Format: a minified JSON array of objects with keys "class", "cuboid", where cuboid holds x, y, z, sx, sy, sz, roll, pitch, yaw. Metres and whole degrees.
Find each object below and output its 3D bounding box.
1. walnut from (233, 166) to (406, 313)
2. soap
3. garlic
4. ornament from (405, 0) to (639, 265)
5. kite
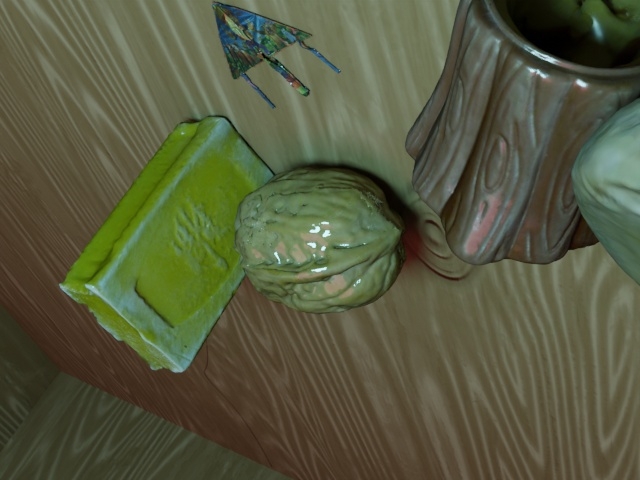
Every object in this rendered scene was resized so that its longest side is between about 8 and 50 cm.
[{"class":"walnut","cuboid":[0.000,0.000,1.264,0.245,0.198,0.198,-5,136,36]},{"class":"soap","cuboid":[-0.182,0.001,1.319,0.091,0.315,0.199,0,138,46]},{"class":"garlic","cuboid":[0.270,-0.027,0.665,0.338,0.151,0.196,36,-163,-49]},{"class":"ornament","cuboid":[0.194,-0.118,0.821,0.221,0.235,0.218,21,146,8]},{"class":"kite","cuboid":[-0.072,-0.224,1.153,0.160,0.010,0.183,42,152,-20]}]
